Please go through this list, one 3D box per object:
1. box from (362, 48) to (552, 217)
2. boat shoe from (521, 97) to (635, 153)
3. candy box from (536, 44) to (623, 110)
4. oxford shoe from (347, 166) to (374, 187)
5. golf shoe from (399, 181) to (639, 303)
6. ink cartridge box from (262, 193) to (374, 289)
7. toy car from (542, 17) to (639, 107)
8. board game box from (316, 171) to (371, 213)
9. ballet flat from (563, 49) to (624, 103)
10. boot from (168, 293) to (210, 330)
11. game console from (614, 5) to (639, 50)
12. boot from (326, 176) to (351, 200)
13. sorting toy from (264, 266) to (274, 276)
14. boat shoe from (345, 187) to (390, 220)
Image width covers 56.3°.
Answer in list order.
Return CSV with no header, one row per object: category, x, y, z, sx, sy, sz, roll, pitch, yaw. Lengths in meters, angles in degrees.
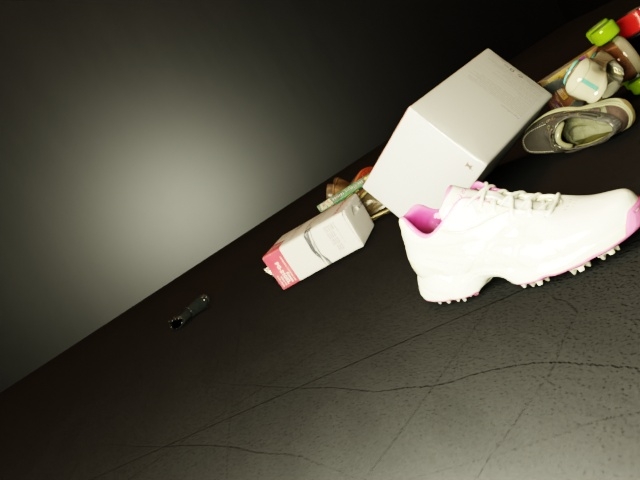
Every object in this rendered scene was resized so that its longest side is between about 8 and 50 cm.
box,0.272,-0.196,1.174,0.345,0.168,0.215,-41,-13,-41
boat shoe,0.454,-0.201,1.097,0.073,0.080,0.223,-32,13,-30
candy box,0.597,-0.360,1.352,0.186,0.109,0.053,-34,9,-5
oxford shoe,0.114,-0.150,1.886,0.098,0.097,0.271,-32,8,42
golf shoe,0.223,-0.016,0.731,0.306,0.140,0.115,-22,12,41
ink cartridge box,0.000,0.000,1.464,0.237,0.100,0.172,-29,10,22
toy car,0.567,-0.340,1.257,0.188,0.155,0.149,-38,6,27
board game box,0.124,-0.126,1.685,0.259,0.030,0.136,-32,-34,3
ballet flat,0.506,-0.293,1.088,0.086,0.086,0.248,-24,5,39
boot,-0.397,0.218,1.803,0.121,0.045,0.099,-35,5,30
game console,0.829,-0.527,1.323,0.341,0.060,0.386,-27,-4,31
boot,0.091,-0.160,2.090,0.115,0.113,0.305,0,10,6
sorting toy,-0.109,0.072,1.643,0.083,0.045,0.075,-34,2,-5
boat shoe,0.183,-0.126,1.545,0.307,0.111,0.104,-39,10,23
